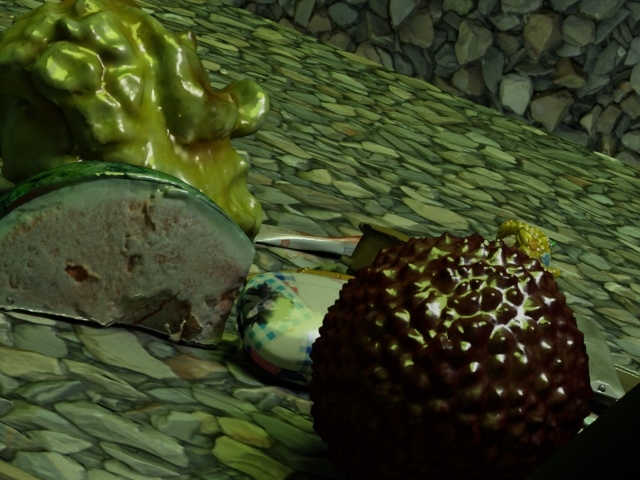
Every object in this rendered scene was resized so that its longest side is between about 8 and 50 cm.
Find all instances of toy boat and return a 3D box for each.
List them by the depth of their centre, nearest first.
[{"bbox_3d":[0.162,0.073,2.196,0.321,0.089,0.121,30,6,31],"label":"toy boat"}]

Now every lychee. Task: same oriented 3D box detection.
[{"bbox_3d":[0.119,0.117,1.648,0.264,0.264,0.300,28,34,27],"label":"lychee"}]

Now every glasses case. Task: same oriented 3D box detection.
[{"bbox_3d":[0.066,0.110,1.909,0.328,0.076,0.125,13,45,-22],"label":"glasses case"}]

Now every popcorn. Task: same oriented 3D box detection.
[{"bbox_3d":[-0.235,-0.124,2.052,0.279,0.274,0.335,-6,-44,34],"label":"popcorn"}]

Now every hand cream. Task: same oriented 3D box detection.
[{"bbox_3d":[-0.001,0.001,2.350,0.216,0.038,0.052,9,-9,-24],"label":"hand cream"}]

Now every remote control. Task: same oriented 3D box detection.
[{"bbox_3d":[0.324,0.135,2.200,0.073,0.044,0.229,22,15,-6],"label":"remote control"}]

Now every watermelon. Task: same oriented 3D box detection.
[{"bbox_3d":[-0.234,0.009,1.837,0.305,0.180,0.224,9,-26,-24],"label":"watermelon"}]

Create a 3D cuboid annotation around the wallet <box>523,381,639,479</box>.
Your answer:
[{"bbox_3d":[0.313,0.158,1.532,0.228,0.406,0.062,3,52,-43],"label":"wallet"}]

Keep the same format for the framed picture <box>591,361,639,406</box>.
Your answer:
[{"bbox_3d":[0.374,0.183,2.214,0.203,0.015,0.150,22,15,5],"label":"framed picture"}]

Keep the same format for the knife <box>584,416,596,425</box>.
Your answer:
[{"bbox_3d":[0.275,0.194,2.059,0.096,0.010,0.027,22,16,17],"label":"knife"}]

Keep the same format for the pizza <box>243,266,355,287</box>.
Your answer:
[{"bbox_3d":[-0.034,0.070,1.995,0.185,0.036,0.176,10,24,35],"label":"pizza"}]

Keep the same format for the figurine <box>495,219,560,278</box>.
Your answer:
[{"bbox_3d":[0.288,0.024,2.503,0.115,0.094,0.156,14,16,21],"label":"figurine"}]
